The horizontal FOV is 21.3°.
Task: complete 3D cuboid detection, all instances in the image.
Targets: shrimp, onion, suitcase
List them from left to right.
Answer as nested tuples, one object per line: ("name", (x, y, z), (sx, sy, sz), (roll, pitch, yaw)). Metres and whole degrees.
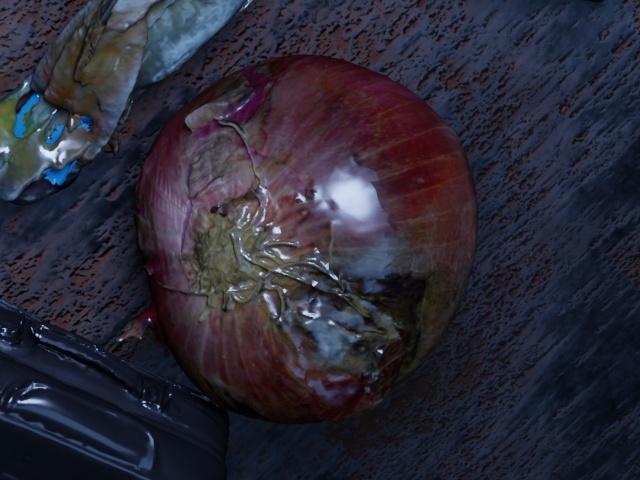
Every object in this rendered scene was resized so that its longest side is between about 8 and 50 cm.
("suitcase", (-0.285, 0.216, 1.609), (0.345, 0.188, 0.339), (28, 129, -19))
("shrimp", (-0.153, -0.195, 1.499), (0.110, 0.221, 0.446), (45, 107, 5))
("onion", (-0.026, 0.001, 1.590), (0.353, 0.354, 0.354), (-13, 126, -19))
